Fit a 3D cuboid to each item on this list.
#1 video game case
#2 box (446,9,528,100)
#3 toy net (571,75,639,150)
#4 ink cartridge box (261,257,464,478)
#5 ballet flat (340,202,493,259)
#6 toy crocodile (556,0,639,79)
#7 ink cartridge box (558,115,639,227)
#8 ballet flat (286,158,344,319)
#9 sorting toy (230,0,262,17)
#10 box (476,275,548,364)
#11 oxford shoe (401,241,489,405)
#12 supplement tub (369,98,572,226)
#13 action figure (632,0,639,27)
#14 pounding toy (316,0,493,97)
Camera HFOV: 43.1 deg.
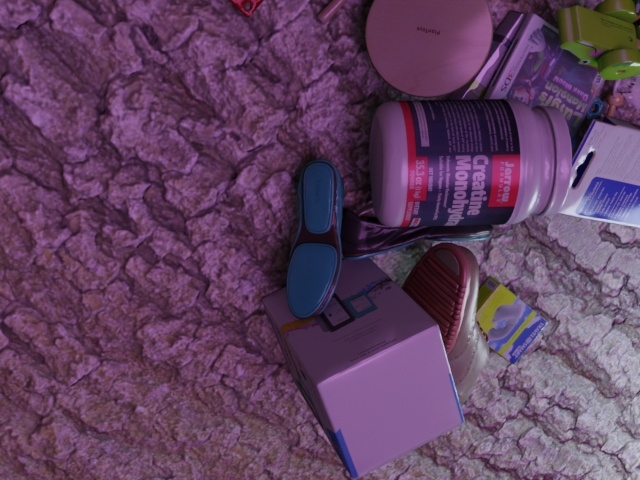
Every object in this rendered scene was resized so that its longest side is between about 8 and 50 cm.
[{"bbox_3d":[0.367,-0.248,1.319,0.190,0.022,0.173,22,100,-28],"label":"video game case"},{"bbox_3d":[0.310,-0.257,1.330,0.145,0.038,0.186,32,98,-30],"label":"box"},{"bbox_3d":[0.475,-0.242,1.408,0.232,0.045,0.122,-36,118,-8],"label":"toy net"},{"bbox_3d":[0.060,0.185,1.277,0.197,0.270,0.198,-25,119,-10],"label":"ink cartridge box"},{"bbox_3d":[0.160,-0.033,1.334,0.280,0.095,0.096,-9,103,-20],"label":"ballet flat"},{"bbox_3d":[0.506,-0.307,1.309,0.341,0.105,0.115,2,75,-30],"label":"toy crocodile"},{"bbox_3d":[0.552,-0.116,1.449,0.371,0.069,0.175,6,118,-34],"label":"ink cartridge box"},{"bbox_3d":[0.000,0.000,1.254,0.083,0.087,0.247,6,90,14],"label":"ballet flat"},{"bbox_3d":[-0.148,-0.418,1.055,0.274,0.046,0.132,36,94,-31],"label":"sorting toy"},{"bbox_3d":[0.347,0.156,1.523,0.178,0.042,0.109,36,95,-30],"label":"box"},{"bbox_3d":[0.222,0.156,1.410,0.147,0.140,0.397,-15,134,-25],"label":"oxford shoe"},{"bbox_3d":[0.218,-0.117,1.226,0.272,0.191,0.191,-2,113,-4],"label":"supplement tub"},{"bbox_3d":[0.515,-0.439,1.330,0.137,0.063,0.232,-30,124,-13],"label":"action figure"},{"bbox_3d":[0.140,-0.325,1.206,0.237,0.110,0.183,39,106,-3],"label":"pounding toy"}]
